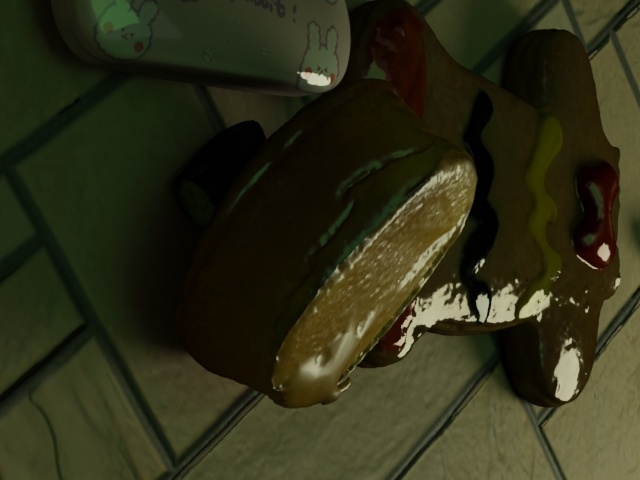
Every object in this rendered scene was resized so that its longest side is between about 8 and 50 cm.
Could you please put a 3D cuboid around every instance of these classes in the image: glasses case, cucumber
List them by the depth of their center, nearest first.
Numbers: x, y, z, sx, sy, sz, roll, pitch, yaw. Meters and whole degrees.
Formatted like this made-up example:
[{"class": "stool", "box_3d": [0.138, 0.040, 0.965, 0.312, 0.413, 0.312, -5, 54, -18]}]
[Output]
[{"class": "glasses case", "box_3d": [-0.086, -0.179, 1.429, 0.297, 0.075, 0.113, 4, 80, -48]}, {"class": "cucumber", "box_3d": [-0.075, -0.057, 1.448, 0.048, 0.048, 0.105, 59, 46, -23]}]

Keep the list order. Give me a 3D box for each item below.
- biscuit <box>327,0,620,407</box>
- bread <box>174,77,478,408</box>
[{"class": "biscuit", "box_3d": [0.156, -0.047, 1.674, 0.394, 0.076, 0.368, 16, 74, -45]}, {"class": "bread", "box_3d": [0.000, 0.000, 1.409, 0.270, 0.142, 0.195, -48, 155, -16]}]
